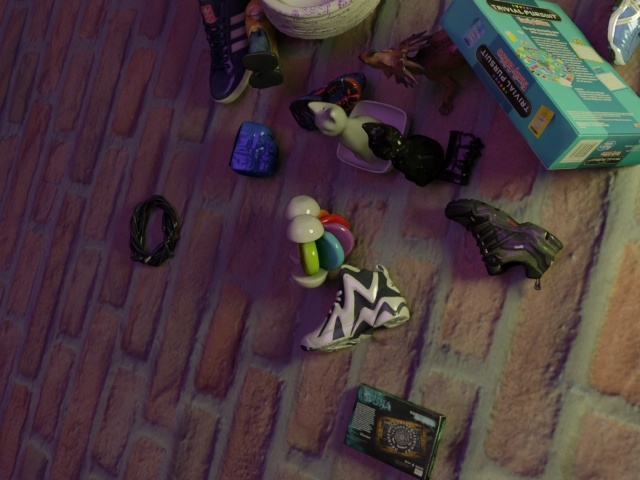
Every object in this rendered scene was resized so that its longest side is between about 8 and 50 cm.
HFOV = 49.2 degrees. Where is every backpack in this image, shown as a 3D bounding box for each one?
[{"bbox_3d":[-0.146,-0.209,1.612,0.101,0.098,0.120,10,86,6],"label":"backpack"}]

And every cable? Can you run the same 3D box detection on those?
[{"bbox_3d":[-0.431,-0.028,1.797,0.151,0.047,0.184,9,85,35],"label":"cable"}]

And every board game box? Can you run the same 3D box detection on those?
[{"bbox_3d":[0.140,0.363,1.338,0.186,0.026,0.126,15,89,36],"label":"board game box"},{"bbox_3d":[0.383,-0.269,1.157,0.079,0.254,0.336,-55,52,43],"label":"board game box"}]

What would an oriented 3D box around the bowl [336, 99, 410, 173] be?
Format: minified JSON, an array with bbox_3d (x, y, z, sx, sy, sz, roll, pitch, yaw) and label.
[{"bbox_3d":[0.117,-0.211,1.454,0.142,0.053,0.142,24,95,36],"label":"bowl"}]

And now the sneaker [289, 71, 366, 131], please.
[{"bbox_3d":[0.020,-0.305,1.532,0.221,0.087,0.083,-13,114,45],"label":"sneaker"}]

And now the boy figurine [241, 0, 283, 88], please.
[{"bbox_3d":[-0.126,-0.476,1.621,0.092,0.177,0.285,-5,51,10],"label":"boy figurine"}]

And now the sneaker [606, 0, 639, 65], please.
[{"bbox_3d":[0.550,-0.395,1.176,0.081,0.080,0.211,27,97,38],"label":"sneaker"}]

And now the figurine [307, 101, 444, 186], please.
[{"bbox_3d":[0.097,-0.193,1.305,0.215,0.209,0.092,28,96,33],"label":"figurine"}]

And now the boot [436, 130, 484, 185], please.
[{"bbox_3d":[0.249,-0.165,1.359,0.121,0.045,0.099,17,93,29],"label":"boot"}]

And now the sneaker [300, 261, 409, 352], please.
[{"bbox_3d":[0.051,0.126,1.407,0.235,0.094,0.153,-28,64,27],"label":"sneaker"}]

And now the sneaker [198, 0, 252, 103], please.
[{"bbox_3d":[-0.242,-0.515,1.704,0.131,0.148,0.350,2,82,35],"label":"sneaker"}]

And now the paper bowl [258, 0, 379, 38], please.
[{"bbox_3d":[0.002,-0.564,1.516,0.284,0.148,0.284,-5,69,12],"label":"paper bowl"}]

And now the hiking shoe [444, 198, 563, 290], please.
[{"bbox_3d":[0.310,0.002,1.258,0.227,0.086,0.114,27,93,34],"label":"hiking shoe"}]

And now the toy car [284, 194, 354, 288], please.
[{"bbox_3d":[0.000,0.000,1.438,0.136,0.159,0.182,-6,31,-2],"label":"toy car"}]

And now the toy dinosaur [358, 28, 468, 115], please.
[{"bbox_3d":[0.240,-0.361,1.309,0.296,0.200,0.127,-33,64,24],"label":"toy dinosaur"}]
